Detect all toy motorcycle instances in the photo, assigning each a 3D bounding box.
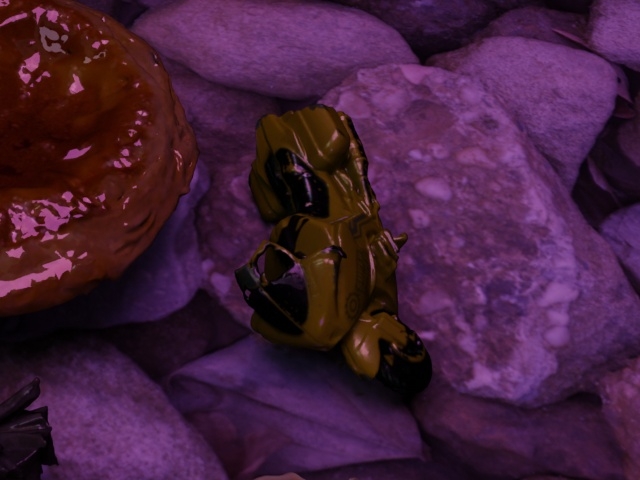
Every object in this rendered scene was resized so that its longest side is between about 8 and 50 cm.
[{"bbox_3d":[-0.002,0.001,0.966,0.206,0.142,0.342,29,34,-40],"label":"toy motorcycle"}]

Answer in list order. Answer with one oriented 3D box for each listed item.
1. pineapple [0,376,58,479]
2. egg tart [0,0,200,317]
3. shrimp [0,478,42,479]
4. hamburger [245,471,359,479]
[{"bbox_3d":[-0.328,0.161,0.711,0.248,0.128,0.128,-9,51,-13],"label":"pineapple"},{"bbox_3d":[-0.344,-0.079,0.941,0.443,0.178,0.443,6,50,-8],"label":"egg tart"},{"bbox_3d":[-0.329,0.267,0.717,0.164,0.062,0.317,9,44,7],"label":"shrimp"},{"bbox_3d":[-0.039,0.285,0.617,0.274,0.274,0.212,-17,28,-25],"label":"hamburger"}]
